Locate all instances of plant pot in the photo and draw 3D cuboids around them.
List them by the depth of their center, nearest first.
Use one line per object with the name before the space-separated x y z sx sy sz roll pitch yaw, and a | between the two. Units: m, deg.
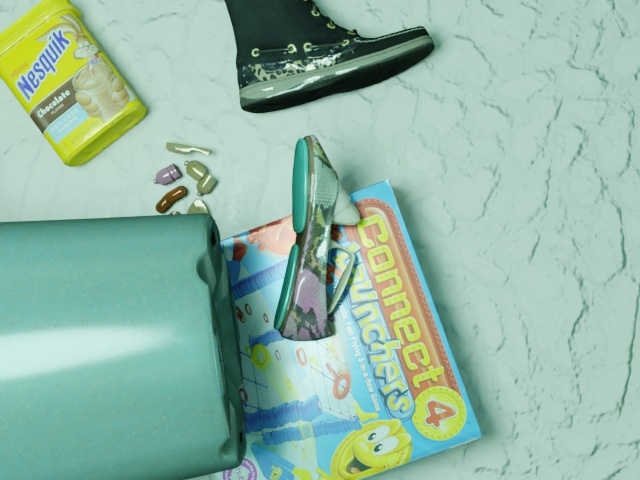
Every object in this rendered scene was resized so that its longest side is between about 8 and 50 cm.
plant pot | -0.253 0.118 1.027 0.334 0.341 0.341 -7 85 1

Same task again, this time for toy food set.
toy food set | -0.166 -0.054 1.256 0.077 0.019 0.122 10 94 7

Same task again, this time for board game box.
board game box | -0.010 0.126 1.191 0.301 0.086 0.308 -21 84 4

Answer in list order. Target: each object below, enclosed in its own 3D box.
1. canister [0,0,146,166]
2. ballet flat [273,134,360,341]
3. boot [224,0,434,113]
canister | -0.304 -0.189 1.253 0.126 0.073 0.170 -37 85 2
ballet flat | 0.000 0.000 1.127 0.079 0.077 0.222 7 91 -12
boot | 0.000 -0.262 1.223 0.236 0.085 0.179 -16 82 5
